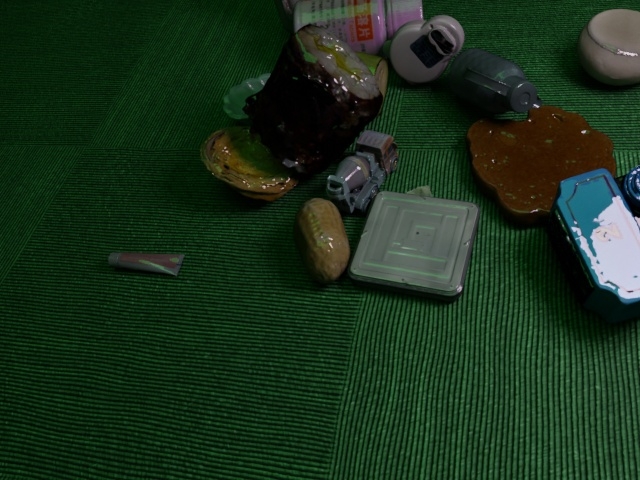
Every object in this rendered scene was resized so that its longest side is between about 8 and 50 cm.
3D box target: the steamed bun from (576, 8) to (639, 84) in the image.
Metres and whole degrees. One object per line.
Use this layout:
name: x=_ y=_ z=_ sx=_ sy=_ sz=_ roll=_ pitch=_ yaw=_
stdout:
steamed bun: x=0.803 y=-0.503 z=1.630 sx=0.232 sy=0.145 sz=0.231 roll=0 pitch=54 yaw=0

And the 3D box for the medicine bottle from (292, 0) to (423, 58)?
medicine bottle: x=0.124 y=-0.654 z=1.872 sx=0.388 sy=0.219 sz=0.219 roll=-3 pitch=52 yaw=11

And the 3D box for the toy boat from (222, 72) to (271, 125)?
toy boat: x=-0.148 y=-0.424 z=1.840 sx=0.290 sy=0.100 sz=0.199 roll=-23 pitch=51 yaw=-3

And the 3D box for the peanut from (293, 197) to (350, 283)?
peanut: x=0.000 y=0.000 z=1.459 sx=0.129 sy=0.129 sz=0.224 roll=-14 pitch=53 yaw=3

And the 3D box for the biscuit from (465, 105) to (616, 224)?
biscuit: x=0.533 y=-0.198 z=1.509 sx=0.359 sy=0.074 sz=0.381 roll=-38 pitch=51 yaw=-17

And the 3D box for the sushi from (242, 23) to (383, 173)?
sushi: x=-0.012 y=-0.356 z=1.578 sx=0.294 sy=0.281 sz=0.299 roll=-45 pitch=77 yaw=30

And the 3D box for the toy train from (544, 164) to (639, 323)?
toy train: x=0.619 y=-0.005 z=1.249 sx=0.265 sy=0.188 sz=0.300 roll=-18 pitch=64 yaw=5

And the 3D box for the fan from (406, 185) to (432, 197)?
fan: x=0.230 y=-0.049 z=1.512 sx=0.131 sy=0.009 sz=0.240 roll=2 pitch=54 yaw=18

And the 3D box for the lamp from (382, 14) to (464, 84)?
lamp: x=0.302 y=-0.551 z=1.724 sx=0.246 sy=0.179 sz=0.108 roll=-23 pitch=31 yaw=50

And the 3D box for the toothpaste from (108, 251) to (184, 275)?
toothpaste: x=-0.456 y=0.056 z=1.587 sx=0.195 sy=0.043 sz=0.067 roll=4 pitch=52 yaw=10

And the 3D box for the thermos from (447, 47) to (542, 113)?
thermos: x=0.444 y=-0.414 z=1.588 sx=0.182 sy=0.145 sz=0.286 roll=15 pitch=21 yaw=-22

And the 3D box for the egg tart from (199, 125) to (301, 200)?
egg tart: x=-0.184 y=-0.209 z=1.664 sx=0.291 sy=0.107 sz=0.290 roll=9 pitch=48 yaw=-10

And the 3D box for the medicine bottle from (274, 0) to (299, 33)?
medicine bottle: x=-0.066 y=-0.888 z=2.002 sx=0.123 sy=0.375 sz=0.282 roll=21 pitch=60 yaw=31

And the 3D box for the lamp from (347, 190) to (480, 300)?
lamp: x=0.224 y=0.005 z=1.436 sx=0.267 sy=0.047 sz=0.269 roll=9 pitch=58 yaw=20

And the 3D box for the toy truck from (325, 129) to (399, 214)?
toy truck: x=0.103 y=-0.179 z=1.559 sx=0.108 sy=0.140 sz=0.256 roll=20 pitch=60 yaw=28

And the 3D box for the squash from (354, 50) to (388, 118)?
squash: x=0.056 y=-0.457 z=1.759 sx=0.261 sy=0.189 sz=0.189 roll=14 pitch=58 yaw=18
